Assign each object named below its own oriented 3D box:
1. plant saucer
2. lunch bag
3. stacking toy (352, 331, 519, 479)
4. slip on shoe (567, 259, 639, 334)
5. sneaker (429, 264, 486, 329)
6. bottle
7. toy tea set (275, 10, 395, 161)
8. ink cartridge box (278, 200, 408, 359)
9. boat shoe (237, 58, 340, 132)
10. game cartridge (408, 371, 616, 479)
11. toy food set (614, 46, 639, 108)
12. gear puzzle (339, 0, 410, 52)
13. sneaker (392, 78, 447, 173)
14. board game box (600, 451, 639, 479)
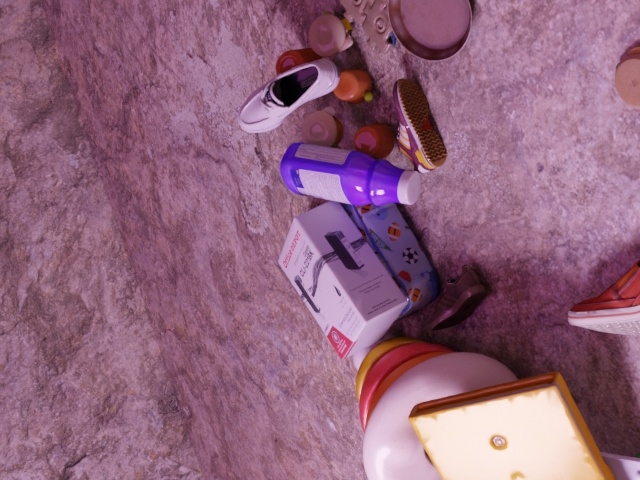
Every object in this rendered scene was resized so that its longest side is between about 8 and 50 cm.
[{"bbox_3d":[0.194,-0.397,1.507,0.169,0.029,0.168,22,130,28],"label":"plant saucer"},{"bbox_3d":[0.114,0.034,1.882,0.303,0.115,0.243,62,152,9],"label":"lunch bag"},{"bbox_3d":[0.190,0.324,1.838,0.480,0.351,0.350,-137,34,-66],"label":"stacking toy"},{"bbox_3d":[0.498,0.082,1.307,0.331,0.123,0.101,141,137,-64],"label":"slip on shoe"},{"bbox_3d":[0.272,0.117,1.742,0.188,0.066,0.071,-53,47,51],"label":"sneaker"},{"bbox_3d":[0.060,-0.126,1.727,0.283,0.092,0.118,12,153,30],"label":"bottle"},{"bbox_3d":[0.042,-0.299,1.814,0.200,0.124,0.335,-25,83,31],"label":"toy tea set"},{"bbox_3d":[0.039,0.081,1.805,0.272,0.114,0.197,57,153,19],"label":"ink cartridge box"},{"bbox_3d":[-0.084,-0.299,1.765,0.258,0.084,0.095,-30,81,30],"label":"boat shoe"},{"bbox_3d":[0.345,0.394,1.485,0.285,0.052,0.323,-20,107,33],"label":"game cartridge"},{"bbox_3d":[0.456,-0.228,1.237,0.083,0.020,0.082,56,149,19],"label":"toy food set"},{"bbox_3d":[0.071,-0.524,1.646,0.338,0.044,0.175,55,141,20],"label":"gear puzzle"},{"bbox_3d":[0.171,-0.216,1.661,0.084,0.070,0.185,-20,91,55],"label":"sneaker"},{"bbox_3d":[0.435,0.519,1.562,0.390,0.050,0.389,4,116,25],"label":"board game box"}]
